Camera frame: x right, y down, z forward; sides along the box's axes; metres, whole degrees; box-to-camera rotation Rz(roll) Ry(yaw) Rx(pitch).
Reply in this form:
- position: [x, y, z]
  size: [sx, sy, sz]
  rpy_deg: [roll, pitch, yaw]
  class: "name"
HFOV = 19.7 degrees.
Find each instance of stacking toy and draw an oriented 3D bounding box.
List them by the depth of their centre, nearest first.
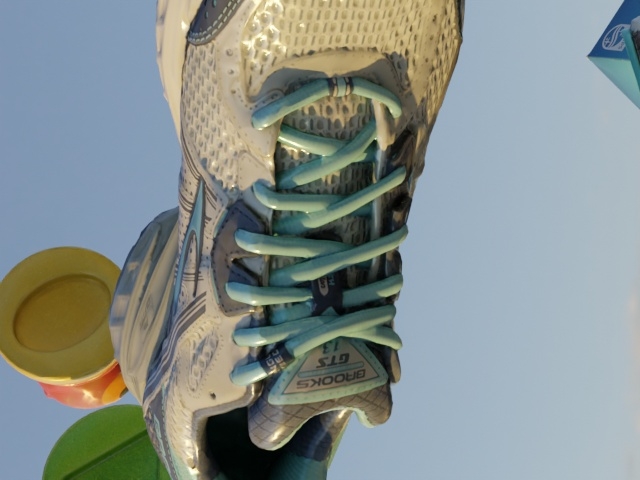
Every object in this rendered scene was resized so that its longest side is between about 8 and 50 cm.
- position: [-0.244, 0.192, 1.523]
  size: [0.309, 0.279, 0.130]
  rpy_deg: [-32, -22, -11]
  class: "stacking toy"

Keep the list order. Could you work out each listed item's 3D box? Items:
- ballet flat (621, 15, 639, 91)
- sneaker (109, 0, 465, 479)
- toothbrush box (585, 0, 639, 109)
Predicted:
- position: [0.201, -0.010, 0.863]
  size: [0.091, 0.077, 0.241]
  rpy_deg: [55, -156, -57]
  class: "ballet flat"
- position: [0.000, 0.000, 0.633]
  size: [0.283, 0.110, 0.122]
  rpy_deg: [104, 155, -45]
  class: "sneaker"
- position: [0.355, -0.093, 1.187]
  size: [0.216, 0.295, 0.126]
  rpy_deg: [39, -100, -30]
  class: "toothbrush box"
